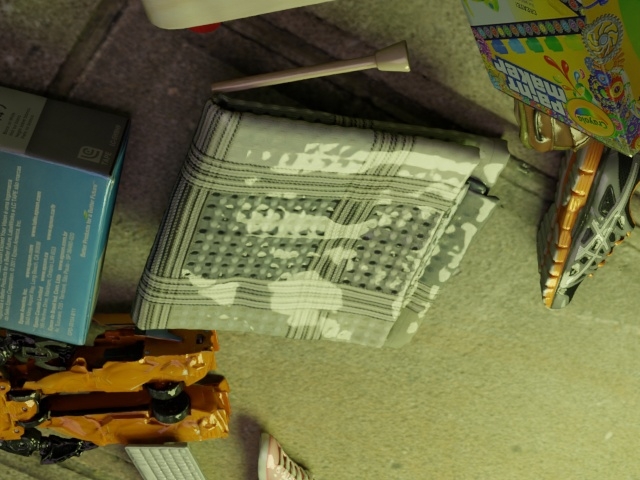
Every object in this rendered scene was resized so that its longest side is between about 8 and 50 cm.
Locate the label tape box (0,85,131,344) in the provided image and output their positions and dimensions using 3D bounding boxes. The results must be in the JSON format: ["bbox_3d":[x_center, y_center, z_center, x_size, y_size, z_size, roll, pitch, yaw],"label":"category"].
[{"bbox_3d":[-0.374,-0.043,1.605,0.333,0.106,0.241,14,131,-4],"label":"label tape box"}]

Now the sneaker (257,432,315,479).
[{"bbox_3d":[-0.038,0.272,1.897,0.070,0.051,0.134,-1,135,3],"label":"sneaker"}]

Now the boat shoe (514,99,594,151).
[{"bbox_3d":[0.184,-0.192,1.429,0.104,0.111,0.307,-15,128,16],"label":"boat shoe"}]

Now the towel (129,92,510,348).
[{"bbox_3d":[0.000,0.000,1.602,0.324,0.056,0.312,6,133,-22],"label":"towel"}]

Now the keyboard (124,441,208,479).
[{"bbox_3d":[-0.165,0.286,1.886,0.072,0.014,0.256,-5,151,5],"label":"keyboard"}]

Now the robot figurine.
[{"bbox_3d":[-0.251,0.159,1.789,0.291,0.085,0.211,-2,131,5],"label":"robot figurine"}]

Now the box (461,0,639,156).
[{"bbox_3d":[0.249,-0.275,1.221,0.290,0.177,0.279,-37,129,-14],"label":"box"}]

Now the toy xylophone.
[{"bbox_3d":[-0.034,-0.247,1.415,0.322,0.081,0.236,-3,132,6],"label":"toy xylophone"}]

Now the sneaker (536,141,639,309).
[{"bbox_3d":[0.268,-0.012,1.603,0.083,0.084,0.215,7,131,-8],"label":"sneaker"}]
